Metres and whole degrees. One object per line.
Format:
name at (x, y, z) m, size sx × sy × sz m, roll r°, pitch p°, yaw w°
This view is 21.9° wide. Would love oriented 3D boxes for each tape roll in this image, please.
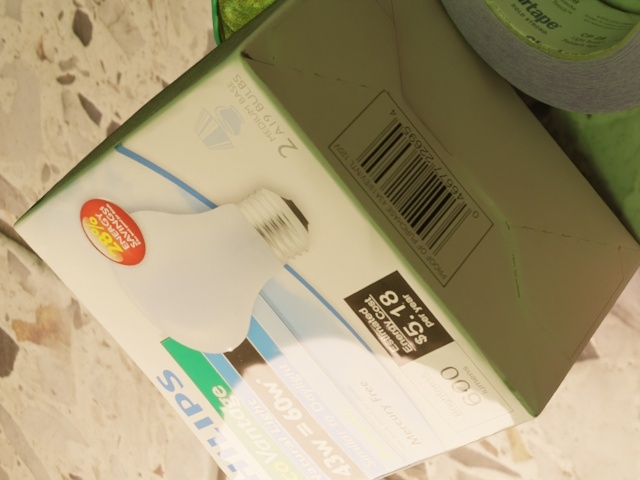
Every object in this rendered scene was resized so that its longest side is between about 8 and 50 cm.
tape roll at (0.194, -0.234, 1.203) m, size 0.275 × 0.090 × 0.274 m, roll 33°, pitch 138°, yaw 36°

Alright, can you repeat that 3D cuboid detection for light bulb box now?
light bulb box at (0.000, 0.000, 1.377) m, size 0.358 × 0.225 × 0.361 m, roll 50°, pitch 138°, yaw -8°

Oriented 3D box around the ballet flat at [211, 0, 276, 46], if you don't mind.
ballet flat at (-0.051, -0.326, 1.440) m, size 0.123 × 0.123 × 0.348 m, roll 8°, pitch 113°, yaw 43°
